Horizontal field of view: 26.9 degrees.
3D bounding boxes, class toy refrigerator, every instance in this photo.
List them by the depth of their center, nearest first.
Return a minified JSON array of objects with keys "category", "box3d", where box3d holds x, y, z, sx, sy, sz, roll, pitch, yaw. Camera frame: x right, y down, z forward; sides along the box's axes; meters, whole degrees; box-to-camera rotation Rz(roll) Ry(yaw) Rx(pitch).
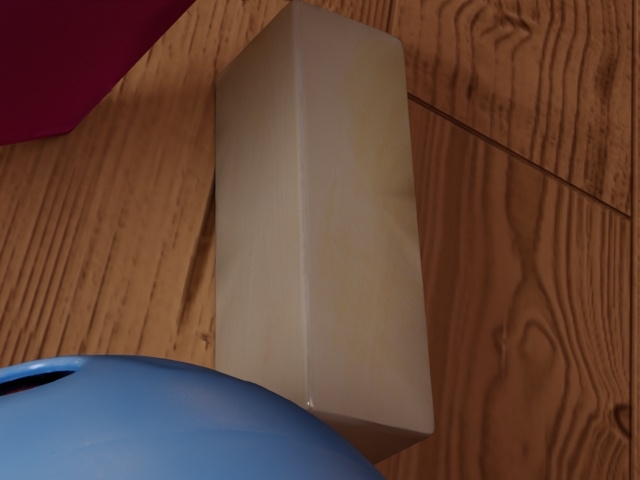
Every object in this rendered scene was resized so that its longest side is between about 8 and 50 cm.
[{"category":"toy refrigerator","box3d":[0.000,0.000,0.812,0.094,0.102,0.269,16,56,-29]}]

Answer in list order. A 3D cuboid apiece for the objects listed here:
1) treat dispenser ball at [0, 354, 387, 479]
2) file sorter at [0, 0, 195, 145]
[{"category":"treat dispenser ball","box3d":[-0.083,0.187,0.516,0.288,0.288,0.288,18,56,-28]},{"category":"file sorter","box3d":[-0.190,-0.170,0.642,0.182,0.202,0.291,52,23,6]}]
